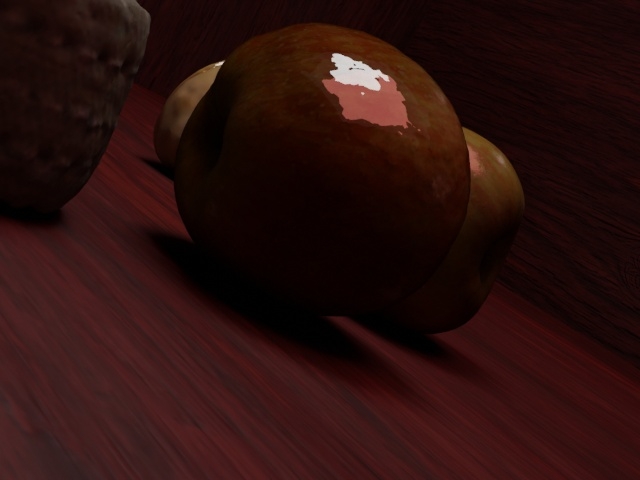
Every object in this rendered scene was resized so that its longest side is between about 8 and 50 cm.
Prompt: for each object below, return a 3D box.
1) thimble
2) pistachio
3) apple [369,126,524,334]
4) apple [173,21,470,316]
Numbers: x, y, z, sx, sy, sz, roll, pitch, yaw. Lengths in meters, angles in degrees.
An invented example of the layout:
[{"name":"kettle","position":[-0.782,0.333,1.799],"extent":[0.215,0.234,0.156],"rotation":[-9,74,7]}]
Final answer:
[{"name":"thimble","position":[-0.287,-0.162,0.874],"extent":[0.291,0.195,0.291],"rotation":[28,7,-4]},{"name":"pistachio","position":[-0.094,-0.161,1.639],"extent":[0.321,0.238,0.229],"rotation":[-5,21,-15]},{"name":"apple","position":[0.110,-0.026,1.301],"extent":[0.264,0.264,0.264],"rotation":[28,6,-3]},{"name":"apple","position":[-0.014,-0.069,1.020],"extent":[0.309,0.277,0.250],"rotation":[14,10,43]}]
